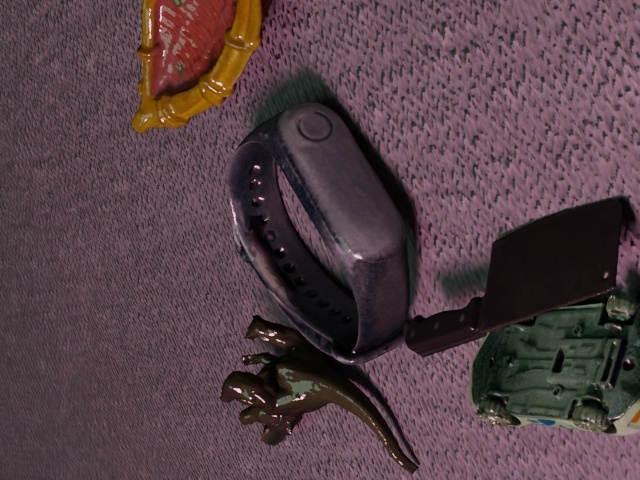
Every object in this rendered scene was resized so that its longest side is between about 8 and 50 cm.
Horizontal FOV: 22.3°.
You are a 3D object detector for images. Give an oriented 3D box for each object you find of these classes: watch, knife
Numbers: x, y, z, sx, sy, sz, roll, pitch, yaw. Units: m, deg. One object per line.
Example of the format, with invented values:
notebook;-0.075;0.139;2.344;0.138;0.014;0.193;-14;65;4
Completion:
watch;0.000;0.000;1.282;0.206;0.068;0.193;57;155;20
knife;0.128;0.027;1.101;0.245;0.019;0.072;-28;47;58

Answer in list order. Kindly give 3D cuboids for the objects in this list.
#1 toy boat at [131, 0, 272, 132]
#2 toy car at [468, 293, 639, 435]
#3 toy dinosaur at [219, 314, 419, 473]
toy boat;-0.092;-0.196;1.245;0.141;0.099;0.318;56;154;21
toy car;0.165;0.083;1.071;0.186;0.058;0.093;-7;62;61
toy dinosaur;0.004;0.142;1.443;0.179;0.087;0.187;24;164;-1
